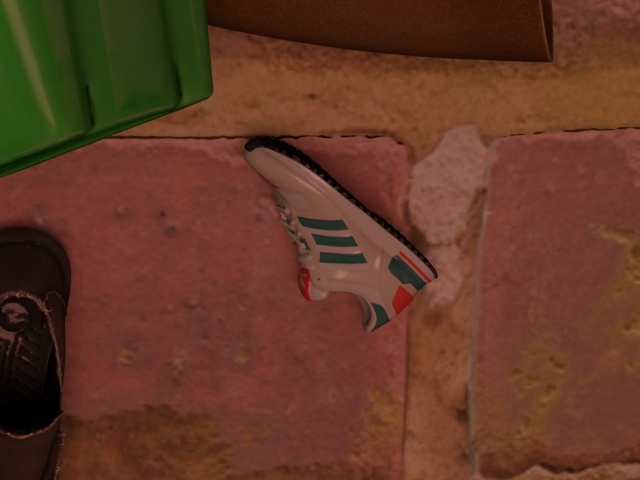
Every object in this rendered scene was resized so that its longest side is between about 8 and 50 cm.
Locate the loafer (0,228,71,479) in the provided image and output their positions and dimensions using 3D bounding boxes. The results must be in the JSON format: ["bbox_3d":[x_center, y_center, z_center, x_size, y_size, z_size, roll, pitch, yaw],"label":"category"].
[{"bbox_3d":[-0.217,0.120,1.157,0.094,0.087,0.251,4,108,-8],"label":"loafer"}]

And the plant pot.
[{"bbox_3d":[0.001,-0.209,1.017,0.254,0.237,0.237,-6,110,10],"label":"plant pot"}]

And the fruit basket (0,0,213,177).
[{"bbox_3d":[-0.260,-0.193,0.923,0.392,0.283,0.392,5,103,22],"label":"fruit basket"}]

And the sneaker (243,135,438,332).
[{"bbox_3d":[0.000,0.000,1.159,0.161,0.057,0.075,38,95,-20],"label":"sneaker"}]
